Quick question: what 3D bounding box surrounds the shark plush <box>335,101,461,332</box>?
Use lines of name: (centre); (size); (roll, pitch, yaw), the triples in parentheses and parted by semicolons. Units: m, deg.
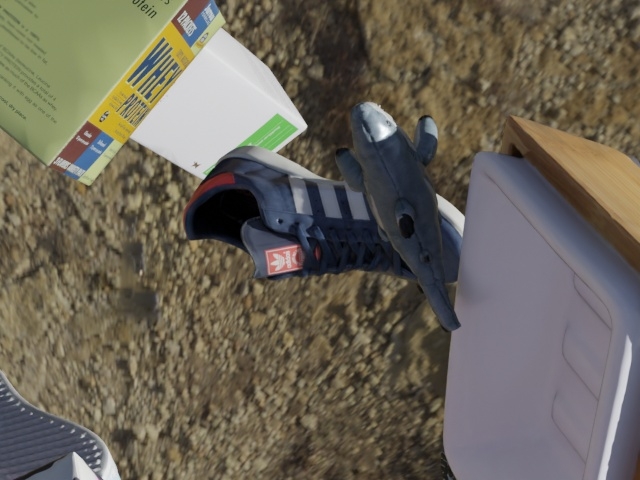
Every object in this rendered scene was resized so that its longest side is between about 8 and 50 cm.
shark plush: (0.051, -0.014, 0.773); (0.073, 0.067, 0.161); (-9, 93, 6)

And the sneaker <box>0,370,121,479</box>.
sneaker: (-0.352, 0.250, 1.270); (0.366, 0.150, 0.135); (23, 47, 40)

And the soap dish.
soap dish: (0.176, 0.093, 0.743); (0.118, 0.290, 0.229); (-8, 32, -14)

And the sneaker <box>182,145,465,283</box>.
sneaker: (0.000, 0.000, 1.293); (0.350, 0.131, 0.148); (14, 39, 27)

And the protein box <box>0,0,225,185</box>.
protein box: (-0.229, -0.193, 1.008); (0.200, 0.136, 0.201); (40, 89, 5)

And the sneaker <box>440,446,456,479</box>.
sneaker: (0.230, 0.366, 1.796); (0.073, 0.063, 0.162); (-8, 118, -29)

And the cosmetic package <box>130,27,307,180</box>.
cosmetic package: (-0.201, -0.234, 1.819); (0.197, 0.365, 0.155); (-38, 65, 13)

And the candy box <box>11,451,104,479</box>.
candy box: (-0.219, 0.247, 0.668); (0.233, 0.071, 0.159); (-26, 46, 4)
